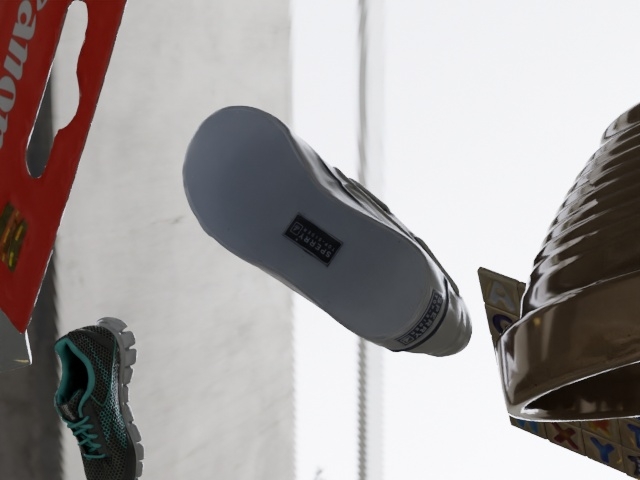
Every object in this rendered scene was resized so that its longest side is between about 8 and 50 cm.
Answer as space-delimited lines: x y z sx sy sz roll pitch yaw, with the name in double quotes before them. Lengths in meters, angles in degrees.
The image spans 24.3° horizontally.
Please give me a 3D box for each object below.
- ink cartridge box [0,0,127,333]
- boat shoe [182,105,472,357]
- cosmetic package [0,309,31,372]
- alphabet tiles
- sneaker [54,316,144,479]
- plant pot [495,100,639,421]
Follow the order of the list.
"ink cartridge box" -0.276 -0.164 0.958 0.385 0.091 0.308 41 -60 38
"boat shoe" 0.000 0.000 0.993 0.095 0.084 0.258 -49 -130 6
"cosmetic package" -0.390 0.044 1.437 0.183 0.151 0.151 -14 -127 -15
"alphabet tiles" 0.240 0.127 1.208 0.237 0.009 0.198 21 -37 36
"sneaker" -0.199 0.151 1.281 0.065 0.076 0.167 -9 -95 34
"plant pot" 0.182 -0.003 0.591 0.237 0.237 0.110 -13 -105 19
